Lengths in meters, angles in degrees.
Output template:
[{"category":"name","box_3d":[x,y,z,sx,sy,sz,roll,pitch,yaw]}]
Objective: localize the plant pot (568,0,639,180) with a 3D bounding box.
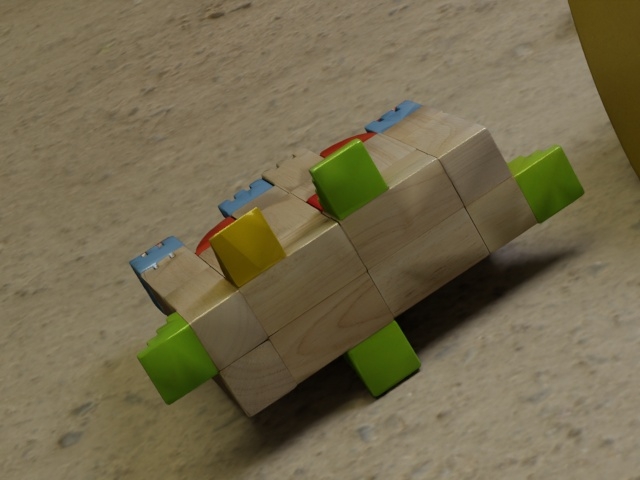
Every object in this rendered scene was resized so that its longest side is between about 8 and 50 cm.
[{"category":"plant pot","box_3d":[0.327,-0.193,1.570,0.212,0.187,0.212,-41,7,-20]}]

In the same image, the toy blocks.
[{"category":"toy blocks","box_3d":[0.000,0.000,1.656,0.381,0.190,0.261,-33,19,-8]}]
